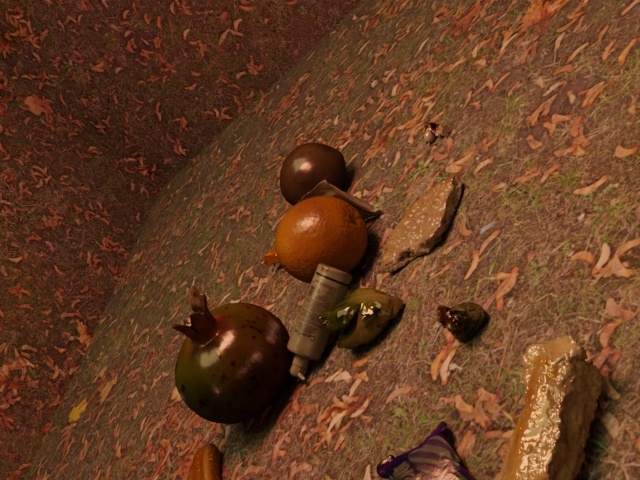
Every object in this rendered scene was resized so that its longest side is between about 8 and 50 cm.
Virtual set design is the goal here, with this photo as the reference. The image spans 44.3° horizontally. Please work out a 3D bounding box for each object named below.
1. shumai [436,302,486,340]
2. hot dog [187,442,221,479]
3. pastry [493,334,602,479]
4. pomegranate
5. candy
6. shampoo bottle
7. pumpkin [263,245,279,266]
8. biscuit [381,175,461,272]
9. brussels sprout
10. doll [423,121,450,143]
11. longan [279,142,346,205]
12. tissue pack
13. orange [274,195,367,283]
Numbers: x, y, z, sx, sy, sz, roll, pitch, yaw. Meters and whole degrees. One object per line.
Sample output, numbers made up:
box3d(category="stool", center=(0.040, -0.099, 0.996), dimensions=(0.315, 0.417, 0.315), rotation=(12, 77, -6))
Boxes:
box3d(category="shumai", center=(0.246, 0.135, 1.424), dimensions=(0.083, 0.080, 0.082), rotation=(-19, 37, 56))
box3d(category="hot dog", center=(-0.261, 0.570, 1.776), dimensions=(0.083, 0.068, 0.289), rotation=(-24, 23, 6))
box3d(category="pastry", center=(0.316, 0.256, 1.095), dimensions=(0.121, 0.089, 0.258), rotation=(-17, 39, 48))
box3d(category="pomegranate", center=(-0.234, 0.272, 1.835), dimensions=(0.291, 0.323, 0.290), rotation=(-45, 29, 33))
box3d(category="candy", center=(0.176, 0.384, 1.211), dimensions=(0.145, 0.070, 0.275), rotation=(-42, 21, 4))
box3d(category="shampoo bottle", center=(-0.011, 0.186, 1.795), dimensions=(0.085, 0.085, 0.262), rotation=(19, 87, 67))
box3d(category="pumpkin", center=(-0.117, 0.041, 2.308), dimensions=(0.074, 0.054, 0.083), rotation=(-16, 20, 50))
box3d(category="biscuit", center=(0.230, -0.033, 1.763), dimensions=(0.265, 0.040, 0.188), rotation=(-51, 22, 7))
box3d(category="brussels sprout", center=(0.086, 0.156, 1.689), dimensions=(0.181, 0.100, 0.139), rotation=(-35, 18, 36))
box3d(category="doll", center=(0.296, -0.282, 2.012), dimensions=(0.085, 0.040, 0.058), rotation=(-26, 46, 55))
box3d(category="longan", center=(-0.024, -0.194, 2.309), dimensions=(0.212, 0.198, 0.198), rotation=(-30, 31, 41))
box3d(category="tissue pack", center=(0.050, -0.091, 2.000), dimensions=(0.122, 0.193, 0.026), rotation=(-26, 48, 48))
box3d(category="orange", center=(0.000, 0.000, 1.923), dimensions=(0.236, 0.236, 0.236), rotation=(-42, 24, 24))
